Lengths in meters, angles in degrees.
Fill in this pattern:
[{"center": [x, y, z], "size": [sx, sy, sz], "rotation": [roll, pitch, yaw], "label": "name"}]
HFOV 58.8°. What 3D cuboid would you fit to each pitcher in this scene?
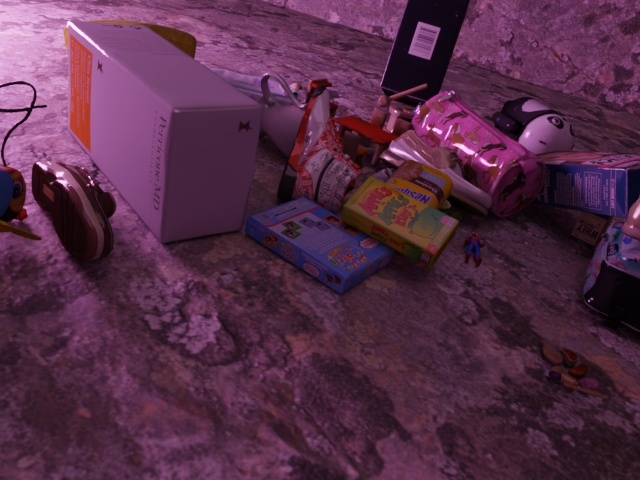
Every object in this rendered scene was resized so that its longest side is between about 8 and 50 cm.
[{"center": [-0.061, -0.274, 1.287], "size": [0.207, 0.178, 0.125], "rotation": [32, 50, 28], "label": "pitcher"}]

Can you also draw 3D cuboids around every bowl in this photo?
[{"center": [-0.428, -0.387, 1.295], "size": [0.289, 0.156, 0.289], "rotation": [1, 6, 0], "label": "bowl"}]

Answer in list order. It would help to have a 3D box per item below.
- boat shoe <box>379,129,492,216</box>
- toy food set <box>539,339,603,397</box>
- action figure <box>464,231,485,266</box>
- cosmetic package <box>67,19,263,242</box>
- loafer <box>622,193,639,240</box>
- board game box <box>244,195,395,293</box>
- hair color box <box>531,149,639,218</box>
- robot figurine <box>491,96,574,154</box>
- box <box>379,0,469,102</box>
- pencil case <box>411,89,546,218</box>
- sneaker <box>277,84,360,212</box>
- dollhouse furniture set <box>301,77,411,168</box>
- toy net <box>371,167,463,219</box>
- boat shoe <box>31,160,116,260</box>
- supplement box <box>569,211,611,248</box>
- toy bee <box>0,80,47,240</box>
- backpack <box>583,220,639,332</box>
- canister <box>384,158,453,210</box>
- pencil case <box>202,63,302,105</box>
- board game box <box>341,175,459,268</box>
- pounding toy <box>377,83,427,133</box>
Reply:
[{"center": [0.271, -0.162, 1.289], "size": [0.302, 0.103, 0.113], "rotation": [38, 1, 34], "label": "boat shoe"}, {"center": [0.372, 0.196, 0.845], "size": [0.077, 0.019, 0.122], "rotation": [17, 22, 3], "label": "toy food set"}, {"center": [0.303, 0.011, 1.121], "size": [0.038, 0.030, 0.115], "rotation": [14, 27, 8], "label": "action figure"}, {"center": [-0.302, -0.214, 1.020], "size": [0.161, 0.230, 0.453], "rotation": [-12, 38, -39], "label": "cosmetic package"}, {"center": [0.612, -0.067, 0.966], "size": [0.268, 0.092, 0.101], "rotation": [-22, 38, -38], "label": "loafer"}, {"center": [0.000, 0.000, 0.983], "size": [0.211, 0.039, 0.160], "rotation": [31, 32, 26], "label": "board game box"}, {"center": [0.601, -0.137, 1.282], "size": [0.173, 0.105, 0.347], "rotation": [-12, 14, -21], "label": "hair color box"}, {"center": [0.638, -0.331, 1.713], "size": [0.209, 0.174, 0.278], "rotation": [-22, 34, 1], "label": "robot figurine"}, {"center": [0.331, -0.610, 1.803], "size": [0.178, 0.344, 0.312], "rotation": [19, 12, 6], "label": "box"}, {"center": [0.373, -0.218, 1.379], "size": [0.167, 0.160, 0.386], "rotation": [46, 9, -45], "label": "pencil case"}, {"center": [0.017, -0.182, 1.156], "size": [0.144, 0.090, 0.270], "rotation": [18, 67, -3], "label": "sneaker"}, {"center": [0.074, -0.299, 1.435], "size": [0.259, 0.135, 0.262], "rotation": [31, 33, 26], "label": "dollhouse furniture set"}, {"center": [0.212, -0.114, 1.273], "size": [0.122, 0.045, 0.232], "rotation": [-10, 38, -37], "label": "toy net"}, {"center": [-0.355, -0.057, 0.863], "size": [0.095, 0.095, 0.257], "rotation": [-4, 34, -42], "label": "boat shoe"}, {"center": [0.622, -0.039, 1.297], "size": [0.056, 0.083, 0.083], "rotation": [30, 33, 28], "label": "supplement box"}, {"center": [-0.454, -0.050, 0.777], "size": [0.195, 0.162, 0.298], "rotation": [33, 58, 14], "label": "toy bee"}, {"center": [0.614, 0.058, 1.039], "size": [0.225, 0.191, 0.253], "rotation": [25, 26, 19], "label": "backpack"}, {"center": [0.172, -0.081, 1.119], "size": [0.126, 0.073, 0.170], "rotation": [27, 49, 21], "label": "canister"}, {"center": [-0.187, -0.370, 1.456], "size": [0.272, 0.114, 0.124], "rotation": [9, 8, -10], "label": "pencil case"}, {"center": [0.138, -0.034, 0.994], "size": [0.181, 0.043, 0.092], "rotation": [30, 57, 19], "label": "board game box"}, {"center": [0.274, -0.358, 1.609], "size": [0.269, 0.155, 0.154], "rotation": [24, 26, 15], "label": "pounding toy"}]
